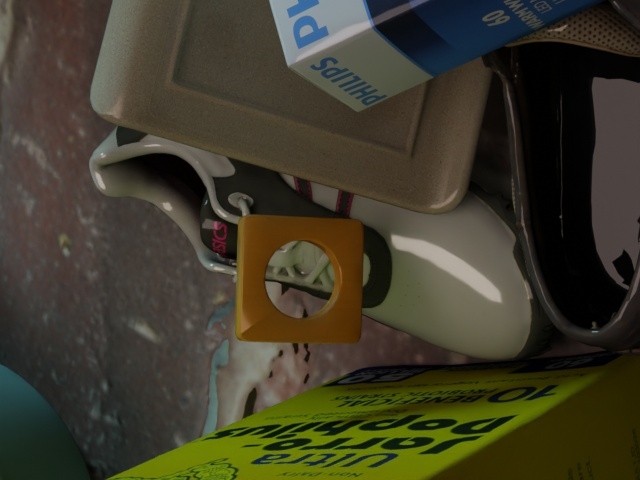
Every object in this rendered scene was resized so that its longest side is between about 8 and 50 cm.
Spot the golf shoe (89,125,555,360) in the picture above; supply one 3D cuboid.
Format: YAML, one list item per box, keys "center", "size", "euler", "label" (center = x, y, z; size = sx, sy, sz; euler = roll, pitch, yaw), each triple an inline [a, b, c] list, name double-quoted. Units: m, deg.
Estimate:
- center: [0.000, 0.000, 0.921]
  size: [0.273, 0.120, 0.105]
  euler: [30, 130, 26]
  label: "golf shoe"

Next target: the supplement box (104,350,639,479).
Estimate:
- center: [0.023, 0.184, 0.807]
  size: [0.194, 0.356, 0.195]
  euler: [-8, 95, 33]
  label: "supplement box"

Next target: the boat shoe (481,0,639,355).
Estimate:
- center: [0.146, -0.115, 0.806]
  size: [0.132, 0.130, 0.355]
  euler: [-5, 96, 33]
  label: "boat shoe"

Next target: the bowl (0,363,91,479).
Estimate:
- center: [-0.266, 0.191, 1.100]
  size: [0.311, 0.163, 0.311]
  euler: [4, 99, 26]
  label: "bowl"

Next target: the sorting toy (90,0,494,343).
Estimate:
- center: [-0.005, -0.119, 0.857]
  size: [0.047, 0.196, 0.347]
  euler: [172, 112, -71]
  label: "sorting toy"

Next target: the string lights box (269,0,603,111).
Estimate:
- center: [0.097, -0.171, 0.730]
  size: [0.260, 0.077, 0.133]
  euler: [-23, 70, 19]
  label: "string lights box"
